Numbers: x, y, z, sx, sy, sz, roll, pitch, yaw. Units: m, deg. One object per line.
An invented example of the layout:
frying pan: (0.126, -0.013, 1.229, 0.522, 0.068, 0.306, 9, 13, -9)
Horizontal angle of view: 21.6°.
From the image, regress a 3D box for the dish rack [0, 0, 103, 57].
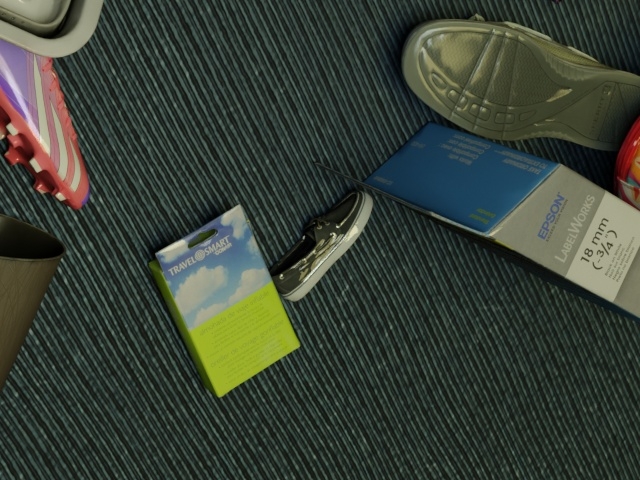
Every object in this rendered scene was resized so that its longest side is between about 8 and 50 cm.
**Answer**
dish rack: (-0.322, -0.327, 1.434, 0.333, 0.072, 0.285, 23, 71, -33)

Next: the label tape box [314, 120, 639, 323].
label tape box: (0.197, -0.037, 1.751, 0.334, 0.240, 0.106, 26, 90, -33)

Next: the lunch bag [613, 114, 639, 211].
lunch bag: (0.448, -0.084, 1.894, 0.258, 0.120, 0.293, -44, 150, -18)

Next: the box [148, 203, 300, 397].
box: (-0.101, 0.059, 1.722, 0.109, 0.042, 0.178, -32, 117, -20)

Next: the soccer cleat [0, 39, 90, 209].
soccer cleat: (-0.269, -0.140, 1.551, 0.095, 0.083, 0.248, -41, 117, -20)

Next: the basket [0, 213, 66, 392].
basket: (-0.350, 0.092, 1.526, 0.204, 0.154, 0.227, 2, 110, -57)

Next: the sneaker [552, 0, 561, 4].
sneaker: (0.264, -0.365, 1.797, 0.098, 0.083, 0.223, -29, 117, -15)

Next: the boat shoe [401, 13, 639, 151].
boat shoe: (0.218, -0.174, 1.822, 0.320, 0.103, 0.118, 8, 109, -27)

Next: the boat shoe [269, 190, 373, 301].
boat shoe: (0.000, 0.000, 1.763, 0.040, 0.049, 0.142, 42, 83, -31)
